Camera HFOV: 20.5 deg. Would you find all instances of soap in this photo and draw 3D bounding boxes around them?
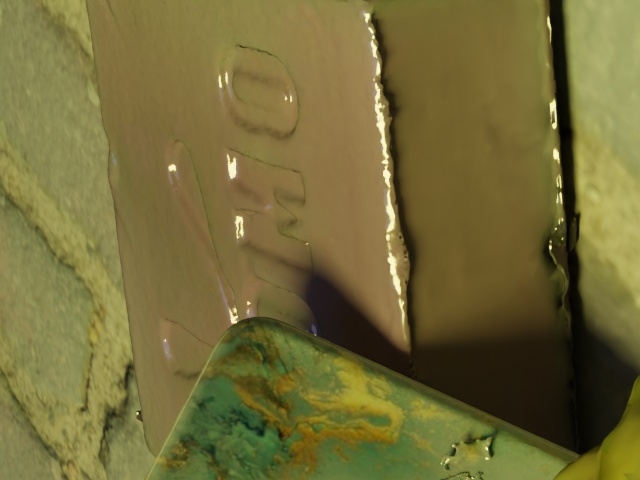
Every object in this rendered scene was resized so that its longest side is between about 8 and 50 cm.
[{"bbox_3d":[0.000,0.000,0.854,0.285,0.107,0.296,20,120,56],"label":"soap"}]

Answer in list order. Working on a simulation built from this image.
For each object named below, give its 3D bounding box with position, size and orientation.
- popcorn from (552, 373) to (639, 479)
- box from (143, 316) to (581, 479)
[{"bbox_3d":[0.165,0.179,0.466,0.312,0.312,0.312,33,132,47],"label":"popcorn"},{"bbox_3d":[0.063,0.143,0.681,0.285,0.142,0.044,23,165,12],"label":"box"}]
